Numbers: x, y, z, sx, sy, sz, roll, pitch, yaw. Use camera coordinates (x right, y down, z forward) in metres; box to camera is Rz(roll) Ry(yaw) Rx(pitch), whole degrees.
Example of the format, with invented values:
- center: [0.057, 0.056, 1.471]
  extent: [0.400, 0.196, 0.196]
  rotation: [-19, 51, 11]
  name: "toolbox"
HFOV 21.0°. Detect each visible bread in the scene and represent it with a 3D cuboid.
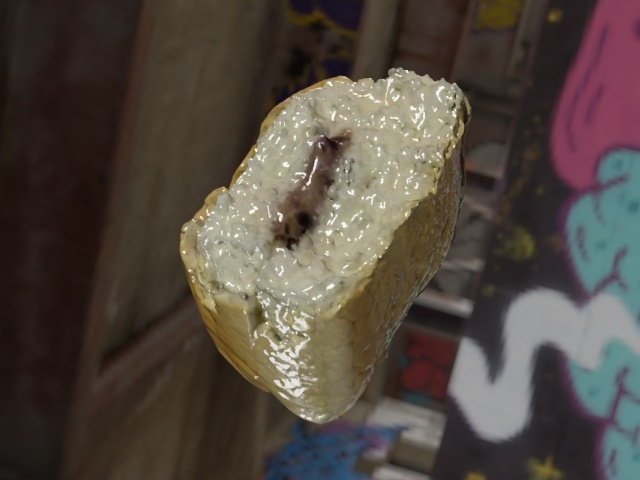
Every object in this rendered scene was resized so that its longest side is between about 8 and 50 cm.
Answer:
- center: [0.002, -0.001, 0.671]
  extent: [0.125, 0.082, 0.106]
  rotation: [-55, -15, -29]
  name: "bread"
